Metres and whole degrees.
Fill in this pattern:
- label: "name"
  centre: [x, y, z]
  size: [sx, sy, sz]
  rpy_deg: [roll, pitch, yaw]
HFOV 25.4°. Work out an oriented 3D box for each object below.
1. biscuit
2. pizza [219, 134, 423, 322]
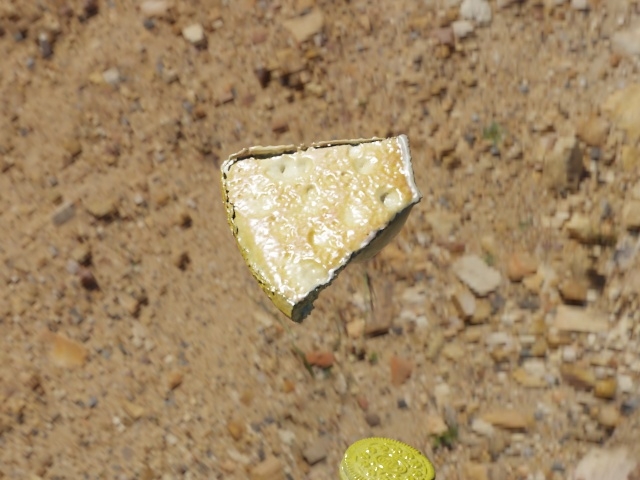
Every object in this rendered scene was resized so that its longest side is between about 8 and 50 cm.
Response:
- label: "biscuit"
  centre: [0.058, 0.203, 1.238]
  size: [0.084, 0.023, 0.084]
  rpy_deg: [10, 27, -5]
- label: "pizza"
  centre: [0.007, -0.006, 1.352]
  size: [0.188, 0.081, 0.204]
  rpy_deg: [-10, 51, -1]
